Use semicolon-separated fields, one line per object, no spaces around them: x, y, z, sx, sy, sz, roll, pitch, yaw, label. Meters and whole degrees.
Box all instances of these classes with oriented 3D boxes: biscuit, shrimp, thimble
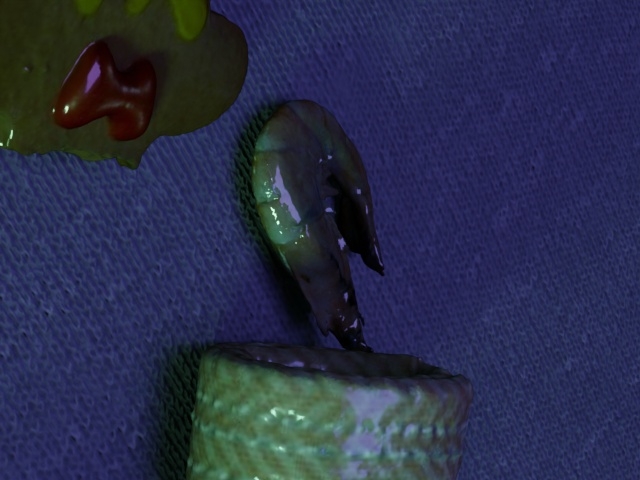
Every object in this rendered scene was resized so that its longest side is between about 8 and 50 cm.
-0.123;-0.240;1.314;0.368;0.076;0.394;12;102;-59;biscuit
0.007;-0.012;1.605;0.145;0.059;0.254;-54;127;-42;shrimp
0.002;0.167;1.509;0.229;0.196;0.148;6;95;-34;thimble
